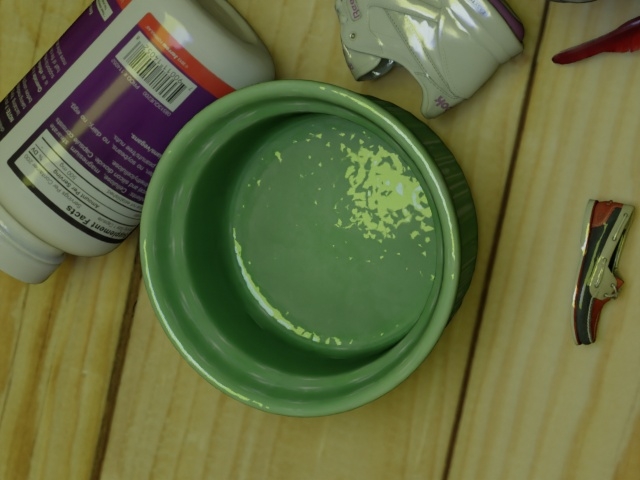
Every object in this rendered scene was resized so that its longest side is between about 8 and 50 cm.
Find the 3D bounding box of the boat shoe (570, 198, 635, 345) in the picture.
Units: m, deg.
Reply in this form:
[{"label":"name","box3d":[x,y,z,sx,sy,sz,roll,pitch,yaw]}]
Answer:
[{"label":"boat shoe","box3d":[0.257,0.030,1.539,0.043,0.049,0.137,8,87,17]}]

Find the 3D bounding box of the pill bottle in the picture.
[{"label":"pill bottle","box3d":[-0.208,-0.111,1.635,0.323,0.181,0.181,-44,76,14]}]

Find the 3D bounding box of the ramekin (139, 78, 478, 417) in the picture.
[{"label":"ramekin","box3d":[0.000,0.000,1.557,0.303,0.148,0.303,3,99,19]}]

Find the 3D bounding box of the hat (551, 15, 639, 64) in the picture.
[{"label":"hat","box3d":[0.315,-0.229,1.465,0.183,0.173,0.208,34,89,25]}]

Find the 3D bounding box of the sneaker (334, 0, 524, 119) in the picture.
[{"label":"sneaker","box3d":[0.043,-0.244,1.582,0.305,0.114,0.152,46,102,15]}]

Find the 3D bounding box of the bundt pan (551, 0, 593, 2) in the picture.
[{"label":"bundt pan","box3d":[0.291,-0.293,1.404,0.331,0.331,0.124,-20,99,18]}]
